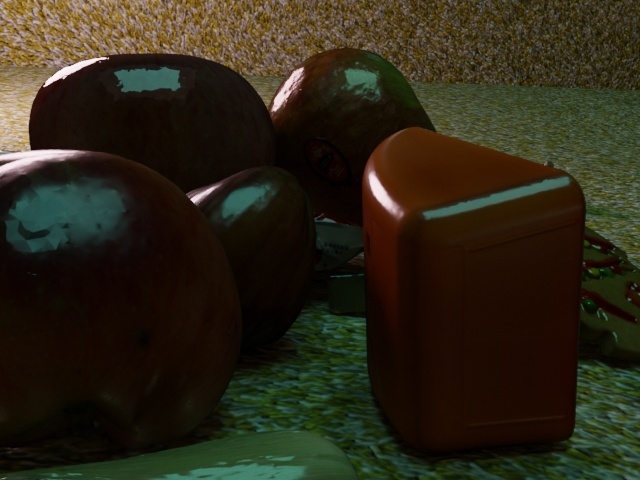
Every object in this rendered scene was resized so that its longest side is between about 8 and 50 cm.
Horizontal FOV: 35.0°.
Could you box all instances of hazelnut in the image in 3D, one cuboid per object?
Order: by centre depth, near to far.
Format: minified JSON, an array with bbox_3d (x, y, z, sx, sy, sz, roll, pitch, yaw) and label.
[{"bbox_3d":[-0.085,0.022,1.089,0.210,0.186,0.210,-17,-9,-3],"label":"hazelnut"}]

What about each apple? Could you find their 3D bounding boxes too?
[{"bbox_3d":[-0.214,0.038,0.857,0.292,0.163,0.251,-9,57,-9],"label":"apple"},{"bbox_3d":[-0.235,-0.116,1.443,0.344,0.270,0.345,-4,-3,0],"label":"apple"},{"bbox_3d":[0.053,-0.138,1.563,0.250,0.309,0.277,-33,-23,6],"label":"apple"}]

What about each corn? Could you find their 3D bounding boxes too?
[{"bbox_3d":[-0.121,0.184,0.635,0.305,0.122,0.123,-2,36,-18],"label":"corn"}]

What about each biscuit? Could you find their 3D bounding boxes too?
[{"bbox_3d":[0.327,0.048,1.200,0.212,0.041,0.239,10,39,-16],"label":"biscuit"}]

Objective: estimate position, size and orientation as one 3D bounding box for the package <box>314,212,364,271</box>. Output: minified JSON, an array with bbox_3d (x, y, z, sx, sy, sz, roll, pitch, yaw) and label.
[{"bbox_3d":[0.000,0.000,1.309,0.194,0.071,0.269,4,2,-14],"label":"package"}]

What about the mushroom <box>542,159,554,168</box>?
[{"bbox_3d":[0.406,-0.106,1.832,0.085,0.079,0.085,-1,12,0],"label":"mushroom"}]

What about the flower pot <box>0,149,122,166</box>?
[{"bbox_3d":[-0.294,-0.016,1.099,0.173,0.191,0.190,15,20,32],"label":"flower pot"}]

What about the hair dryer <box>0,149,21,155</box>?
[{"bbox_3d":[-0.608,-0.152,1.656,0.284,0.156,0.320,-13,12,-17],"label":"hair dryer"}]

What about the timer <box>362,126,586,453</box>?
[{"bbox_3d":[0.115,0.041,0.963,0.161,0.258,0.250,-8,21,-15],"label":"timer"}]

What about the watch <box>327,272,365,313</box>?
[{"bbox_3d":[0.143,0.040,1.285,0.268,0.102,0.165,-5,9,1],"label":"watch"}]
